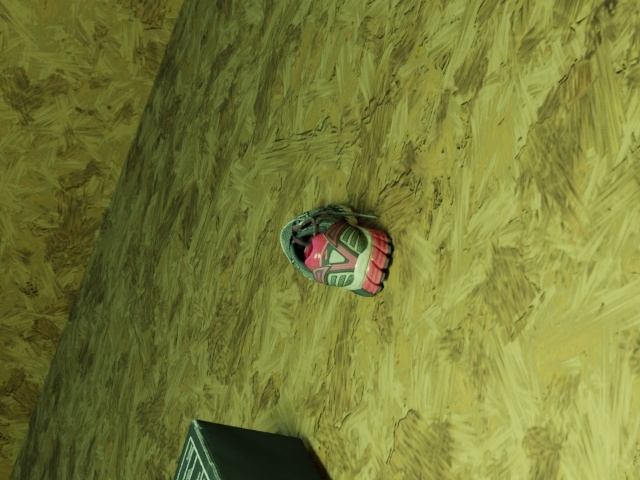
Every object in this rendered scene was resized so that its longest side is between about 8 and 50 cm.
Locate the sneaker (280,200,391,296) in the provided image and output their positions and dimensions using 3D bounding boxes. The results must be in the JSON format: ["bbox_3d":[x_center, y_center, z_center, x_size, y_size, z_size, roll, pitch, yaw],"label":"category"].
[{"bbox_3d":[0.000,0.000,1.927,0.299,0.112,0.120,-165,89,-70],"label":"sneaker"}]

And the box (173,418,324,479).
[{"bbox_3d":[-0.105,0.441,1.802,0.294,0.183,0.296,-132,57,-65],"label":"box"}]
